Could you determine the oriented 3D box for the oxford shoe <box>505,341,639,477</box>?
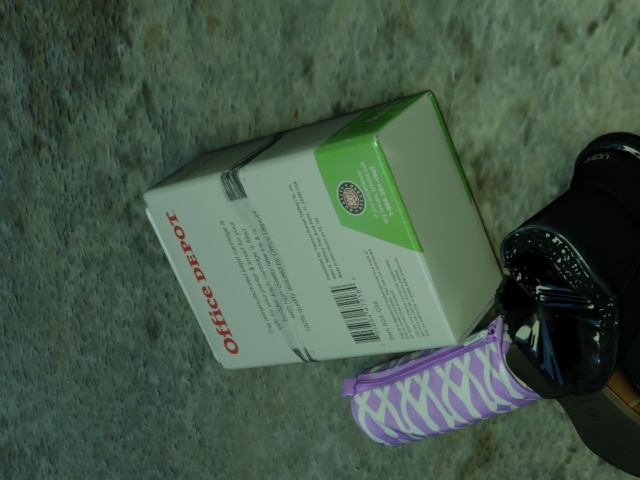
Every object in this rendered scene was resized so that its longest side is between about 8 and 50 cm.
[{"bbox_3d":[0.250,0.131,0.995,0.212,0.076,0.076,46,141,-20],"label":"oxford shoe"}]

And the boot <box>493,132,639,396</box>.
[{"bbox_3d":[0.220,0.062,0.874,0.094,0.207,0.247,-7,113,37],"label":"boot"}]

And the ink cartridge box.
[{"bbox_3d":[0.000,0.000,1.049,0.272,0.115,0.198,-10,110,38],"label":"ink cartridge box"}]

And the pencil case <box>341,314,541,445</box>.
[{"bbox_3d":[0.119,0.130,1.064,0.088,0.086,0.206,29,139,-30],"label":"pencil case"}]
